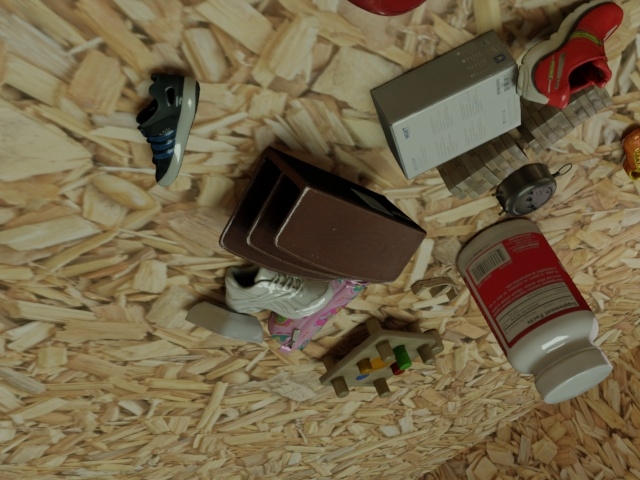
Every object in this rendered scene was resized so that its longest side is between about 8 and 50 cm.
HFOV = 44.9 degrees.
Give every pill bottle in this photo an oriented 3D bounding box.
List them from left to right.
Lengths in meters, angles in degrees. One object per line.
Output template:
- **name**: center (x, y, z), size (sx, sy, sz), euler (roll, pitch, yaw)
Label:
- **pill bottle**: center (0.512, 0.169, 1.855), size (0.228, 0.408, 0.229), euler (-18, 149, -11)

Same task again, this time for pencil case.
- **pencil case**: center (-0.007, 0.133, 1.715), size (0.124, 0.124, 0.284), euler (7, 136, -42)

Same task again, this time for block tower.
- **block tower**: center (0.383, -0.211, 1.490), size (0.335, 0.097, 0.091), euler (-35, 148, 20)

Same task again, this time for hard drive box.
- **hard drive box**: center (0.223, -0.229, 1.348), size (0.232, 0.089, 0.181), euler (-26, 149, 2)

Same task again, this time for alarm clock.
- **alarm clock**: center (0.481, -0.119, 1.735), size (0.192, 0.064, 0.129), euler (-32, 149, 6)

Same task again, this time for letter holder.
- **letter holder**: center (0.000, 0.000, 1.386), size (0.301, 0.152, 0.214), euler (19, 108, -40)

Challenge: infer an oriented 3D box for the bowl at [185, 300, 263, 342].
- **bowl**: center (-0.198, 0.171, 1.649), size (0.142, 0.142, 0.053), euler (19, 90, -52)

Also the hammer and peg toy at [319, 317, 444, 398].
- **hammer and peg toy**: center (0.193, 0.343, 2.174), size (0.361, 0.127, 0.266), euler (13, 133, -46)

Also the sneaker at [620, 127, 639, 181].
- **sneaker**: center (0.731, -0.199, 1.779), size (0.064, 0.067, 0.175), euler (-27, 148, 8)

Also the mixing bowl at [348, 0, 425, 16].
- **mixing bowl**: center (0.098, -0.370, 1.035), size (0.181, 0.098, 0.181), euler (-18, 148, -12)

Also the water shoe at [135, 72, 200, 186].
- **water shoe**: center (-0.237, -0.168, 1.158), size (0.080, 0.073, 0.203), euler (12, 134, -15)

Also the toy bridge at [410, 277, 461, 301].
- **toy bridge**: center (0.315, 0.125, 2.025), size (0.188, 0.026, 0.063), euler (12, 132, -46)

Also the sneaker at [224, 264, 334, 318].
- **sneaker**: center (-0.090, 0.094, 1.581), size (0.232, 0.090, 0.115), euler (-2, 139, 6)

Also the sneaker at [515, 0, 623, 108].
- **sneaker**: center (0.440, -0.302, 1.297), size (0.279, 0.118, 0.107), euler (-43, 150, -25)
